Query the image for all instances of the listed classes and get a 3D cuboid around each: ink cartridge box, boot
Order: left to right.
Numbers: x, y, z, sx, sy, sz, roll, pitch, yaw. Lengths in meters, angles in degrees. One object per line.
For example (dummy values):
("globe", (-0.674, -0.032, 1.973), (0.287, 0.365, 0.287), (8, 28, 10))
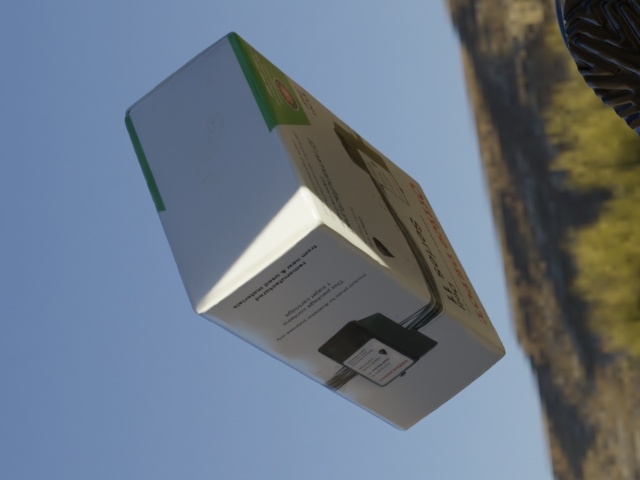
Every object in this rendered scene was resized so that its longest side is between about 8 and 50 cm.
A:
("ink cartridge box", (0.000, 0.000, 0.978), (0.208, 0.087, 0.153), (35, -156, -49))
("boot", (0.241, -0.219, 1.360), (0.348, 0.131, 0.260), (50, -160, -54))
